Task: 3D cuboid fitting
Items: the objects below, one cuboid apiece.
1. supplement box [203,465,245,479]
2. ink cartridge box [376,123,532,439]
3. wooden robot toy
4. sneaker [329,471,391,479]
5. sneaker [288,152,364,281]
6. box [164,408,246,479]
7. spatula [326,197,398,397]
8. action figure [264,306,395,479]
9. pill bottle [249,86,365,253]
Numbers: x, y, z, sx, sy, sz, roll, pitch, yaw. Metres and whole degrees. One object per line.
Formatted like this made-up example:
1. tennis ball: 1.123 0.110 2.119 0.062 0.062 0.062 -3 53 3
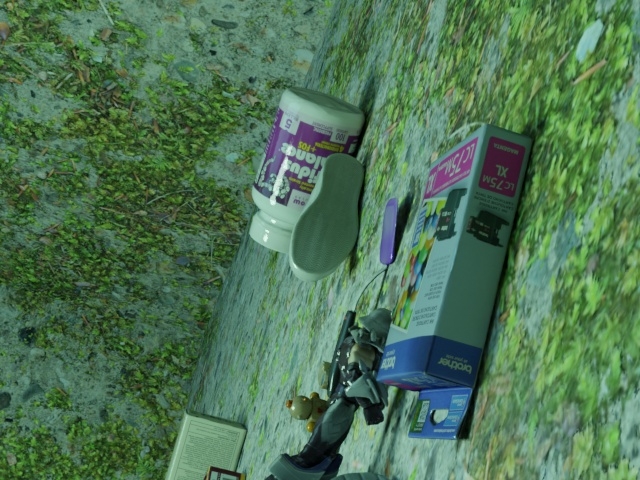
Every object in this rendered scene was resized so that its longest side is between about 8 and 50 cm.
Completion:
1. supplement box: -0.224 0.569 2.253 0.104 0.081 0.188 -83 13 -45
2. ink cartridge box: 0.130 0.049 1.120 0.186 0.065 0.311 142 141 -76
3. wooden robot toy: -0.008 0.233 1.557 0.173 0.079 0.076 -84 14 -48
4. sneaker: 0.037 0.321 1.095 0.258 0.094 0.091 -75 -16 -76
5. sneaker: 0.000 0.000 1.884 0.169 0.108 0.292 113 179 -45
6. box: -0.280 0.552 2.428 0.121 0.148 0.311 168 119 -81
7. spatula: 0.061 0.082 1.528 0.084 0.030 0.296 -177 109 -81
8. action figure: 0.029 0.201 1.276 0.285 0.099 0.185 -63 -10 -1
9. pill bottle: -0.036 -0.132 2.092 0.169 0.169 0.301 -101 28 -71
